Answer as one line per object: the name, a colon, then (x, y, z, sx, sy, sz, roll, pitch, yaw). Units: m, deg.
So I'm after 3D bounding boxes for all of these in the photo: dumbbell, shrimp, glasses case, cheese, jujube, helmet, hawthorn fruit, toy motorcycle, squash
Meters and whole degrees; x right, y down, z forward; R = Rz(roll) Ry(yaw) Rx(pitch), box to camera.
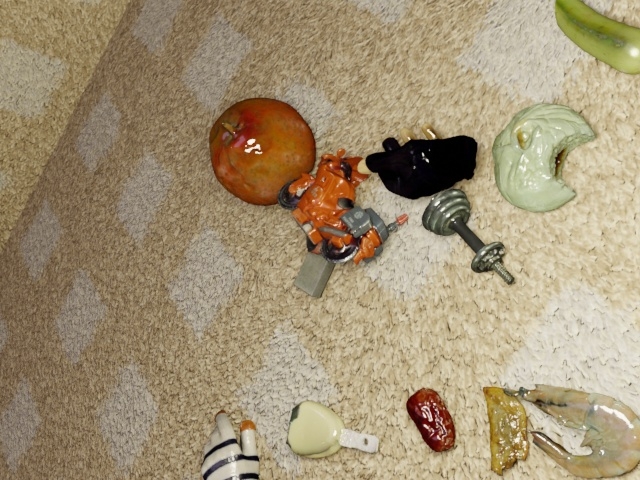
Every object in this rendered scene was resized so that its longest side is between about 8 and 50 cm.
dumbbell: (0.301, -0.003, 1.517, 0.110, 0.110, 0.254, -51, 54, 20)
shrimp: (0.434, 0.329, 1.306, 0.254, 0.059, 0.145, 2, 88, 40)
glasses case: (0.010, 0.033, 1.825, 0.071, 0.047, 0.205, 30, 98, 37)
cheese: (0.030, 0.432, 1.671, 0.251, 0.054, 0.127, 1, 77, 44)
jujube: (0.221, 0.355, 1.493, 0.077, 0.077, 0.129, -42, 57, 27)
helmet: (0.001, 0.000, 1.779, 0.065, 0.049, 0.084, -51, 28, 32)
hawthorn fruit: (-0.168, -0.240, 1.912, 0.277, 0.298, 0.277, -9, 72, 29)
toy motorcycle: (0.049, -0.081, 1.721, 0.221, 0.148, 0.325, -36, 48, -5)
squash: (0.535, -0.389, 1.426, 0.083, 0.083, 0.250, -54, 44, 18)

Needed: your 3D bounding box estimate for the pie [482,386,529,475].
pie: (0.345, 0.349, 1.402, 0.092, 0.034, 0.170, -22, 56, 41)

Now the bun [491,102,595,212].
bun: (0.414, -0.165, 1.435, 0.204, 0.126, 0.212, -21, 64, 41)

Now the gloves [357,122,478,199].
gloves: (0.196, -0.166, 1.616, 0.301, 0.197, 0.152, -141, 48, -61)

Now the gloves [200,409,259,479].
gloves: (-0.232, 0.523, 1.850, 0.140, 0.131, 0.218, -37, 63, 28)
